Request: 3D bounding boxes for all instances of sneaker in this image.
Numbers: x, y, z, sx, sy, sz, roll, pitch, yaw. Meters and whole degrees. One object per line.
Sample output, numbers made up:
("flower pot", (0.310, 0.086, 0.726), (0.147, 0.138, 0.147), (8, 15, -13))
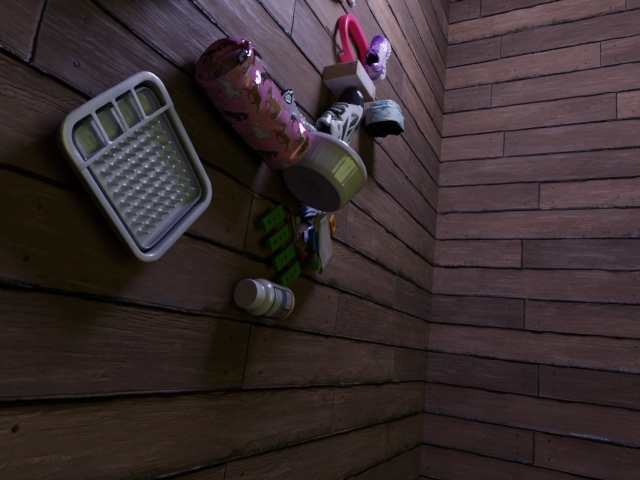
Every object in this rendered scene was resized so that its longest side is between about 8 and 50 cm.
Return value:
("sneaker", (0.237, -0.799, 2.029), (0.104, 0.095, 0.236), (35, 58, -51))
("sneaker", (0.059, -0.440, 1.735), (0.146, 0.123, 0.330), (33, 71, -50))
("sneaker", (-0.083, -0.421, 1.534), (0.229, 0.086, 0.132), (5, 84, -61))

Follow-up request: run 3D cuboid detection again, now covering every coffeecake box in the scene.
("coffeecake box", (0.115, -0.609, 1.840), (0.185, 0.143, 0.068), (34, 60, -58))

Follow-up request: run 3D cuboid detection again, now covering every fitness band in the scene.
("fitness band", (0.143, -0.809, 1.997), (0.291, 0.054, 0.208), (47, 47, -53))

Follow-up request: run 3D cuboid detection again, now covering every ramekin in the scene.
("ramekin", (0.001, -0.207, 1.516), (0.127, 0.273, 0.272), (-57, 140, -26))

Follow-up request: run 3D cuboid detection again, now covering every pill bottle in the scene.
("pill bottle", (-0.163, 0.166, 1.354), (0.180, 0.108, 0.107), (30, 64, -58))

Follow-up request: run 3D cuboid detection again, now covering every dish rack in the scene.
("dish rack", (-0.380, -0.150, 0.988), (0.285, 0.072, 0.332), (-60, 140, -44))

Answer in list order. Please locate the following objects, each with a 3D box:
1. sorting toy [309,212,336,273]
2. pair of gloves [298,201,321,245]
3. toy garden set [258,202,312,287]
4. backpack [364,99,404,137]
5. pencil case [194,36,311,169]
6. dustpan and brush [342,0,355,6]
("sorting toy", (0.000, 0.000, 1.657), (0.347, 0.047, 0.195), (-48, 134, -70))
("pair of gloves", (-0.029, -0.072, 1.699), (0.159, 0.023, 0.198), (-16, 105, -61))
("toy garden set", (-0.115, 0.000, 1.514), (0.204, 0.049, 0.244), (-46, 128, -50))
("backpack", (0.286, -0.554, 2.137), (0.188, 0.166, 0.144), (-1, 90, -65))
("pencil case", (-0.169, -0.359, 1.290), (0.386, 0.167, 0.160), (51, 30, -51))
("dustpan and brush", (0.106, -1.027, 1.931), (0.211, 0.060, 0.147), (15, 78, -54))
